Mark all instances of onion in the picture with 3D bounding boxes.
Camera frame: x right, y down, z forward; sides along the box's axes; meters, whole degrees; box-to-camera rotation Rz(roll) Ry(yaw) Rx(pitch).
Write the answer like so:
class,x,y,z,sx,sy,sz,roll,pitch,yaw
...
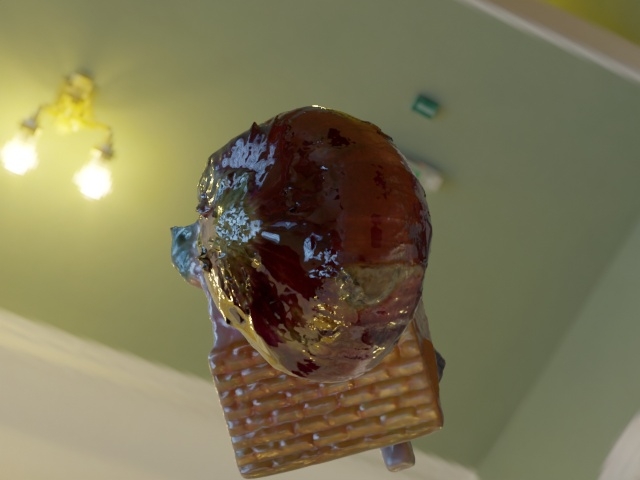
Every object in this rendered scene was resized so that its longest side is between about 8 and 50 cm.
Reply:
class,x,y,z,sx,sy,sz,roll,pitch,yaw
onion,0.000,0.000,0.577,0.097,0.107,0.107,-12,-139,-31

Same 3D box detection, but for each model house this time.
class,x,y,z,sx,sy,sz,roll,pitch,yaw
model house,0.001,0.099,1.364,0.237,0.202,0.237,58,-163,-66
